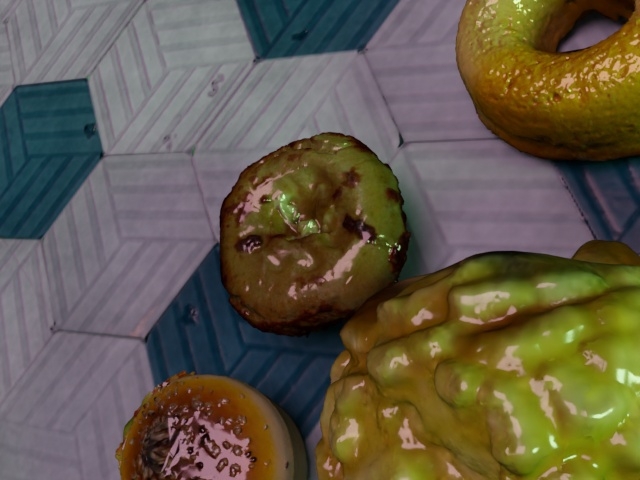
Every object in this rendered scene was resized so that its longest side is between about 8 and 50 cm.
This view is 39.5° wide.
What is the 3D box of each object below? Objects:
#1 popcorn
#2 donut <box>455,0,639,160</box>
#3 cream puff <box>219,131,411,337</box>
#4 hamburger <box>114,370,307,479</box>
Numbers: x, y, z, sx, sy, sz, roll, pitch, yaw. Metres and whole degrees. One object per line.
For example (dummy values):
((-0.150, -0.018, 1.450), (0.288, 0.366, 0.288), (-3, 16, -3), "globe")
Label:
((0.104, 0.089, 0.458), (0.218, 0.189, 0.169), (-13, 84, 47), "popcorn")
((0.176, -0.140, 0.579), (0.190, 0.075, 0.174), (13, 78, 35), "donut")
((0.000, 0.000, 0.623), (0.149, 0.084, 0.148), (-9, 70, 25), "cream puff")
((-0.080, 0.153, 0.609), (0.141, 0.081, 0.126), (27, 86, 35), "hamburger")
